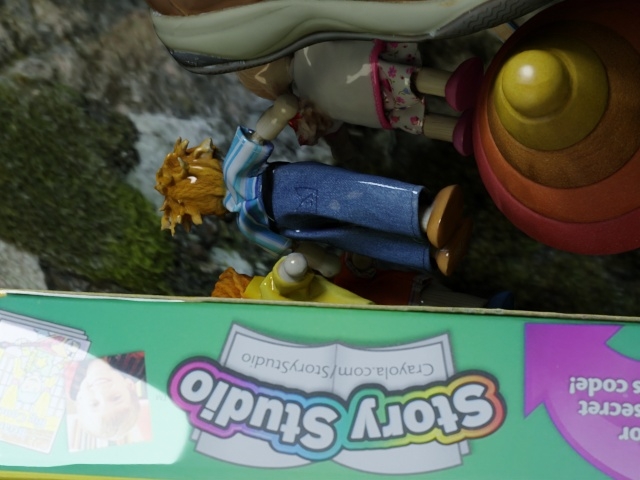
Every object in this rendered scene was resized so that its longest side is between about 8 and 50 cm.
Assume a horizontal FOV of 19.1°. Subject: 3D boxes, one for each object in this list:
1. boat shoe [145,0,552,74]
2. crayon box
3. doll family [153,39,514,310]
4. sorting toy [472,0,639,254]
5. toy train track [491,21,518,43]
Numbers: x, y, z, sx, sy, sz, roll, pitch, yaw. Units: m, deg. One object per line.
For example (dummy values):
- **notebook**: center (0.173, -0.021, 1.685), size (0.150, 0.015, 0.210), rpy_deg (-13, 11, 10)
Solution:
- **boat shoe**: center (0.024, -0.157, 0.809), size (0.324, 0.122, 0.120), rpy_deg (-10, 122, 41)
- **crayon box**: center (0.014, 0.138, 0.993), size (0.363, 0.106, 0.313), rpy_deg (2, 153, 6)
- **doll family**: center (0.000, 0.000, 0.993), size (0.163, 0.118, 0.263), rpy_deg (12, 138, 25)
- **sorting toy**: center (0.215, -0.030, 0.765), size (0.365, 0.127, 0.126), rpy_deg (15, 180, 23)
- **toy train track**: center (0.085, -0.099, 0.911), size (0.083, 0.014, 0.048), rpy_deg (42, 142, -11)
